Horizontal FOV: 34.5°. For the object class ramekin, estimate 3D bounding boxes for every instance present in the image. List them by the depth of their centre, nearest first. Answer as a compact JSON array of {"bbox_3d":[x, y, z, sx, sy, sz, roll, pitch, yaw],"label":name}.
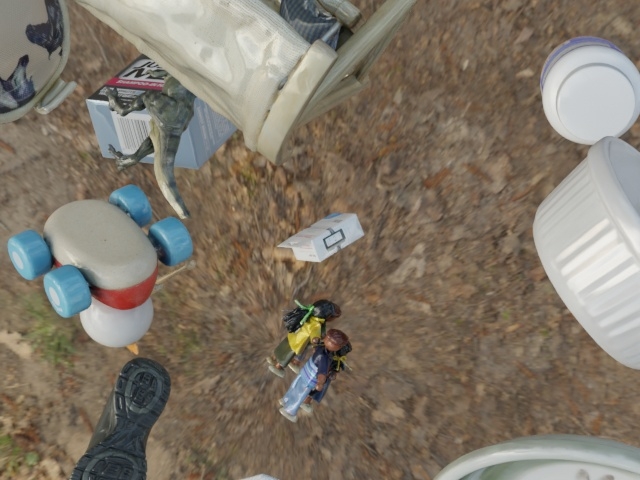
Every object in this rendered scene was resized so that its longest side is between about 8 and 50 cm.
[{"bbox_3d":[0.358,0.024,1.173,0.127,0.273,0.273,-38,86,27],"label":"ramekin"}]

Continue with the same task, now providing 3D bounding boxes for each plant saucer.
[{"bbox_3d":[0.329,0.344,1.273,0.401,0.400,0.100,22,46,0],"label":"plant saucer"}]

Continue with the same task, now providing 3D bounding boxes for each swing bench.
[{"bbox_3d":[-0.073,-0.207,0.831,0.253,0.165,0.254,39,42,3],"label":"swing bench"}]

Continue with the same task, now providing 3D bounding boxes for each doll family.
[{"bbox_3d":[-0.006,0.123,1.159,0.076,0.193,0.111,30,106,-28],"label":"doll family"}]

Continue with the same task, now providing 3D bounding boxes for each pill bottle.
[{"bbox_3d":[0.424,-0.234,1.616,0.152,0.272,0.152,3,107,9],"label":"pill bottle"}]

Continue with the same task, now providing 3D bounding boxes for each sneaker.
[{"bbox_3d":[-0.318,0.329,1.613,0.109,0.130,0.286,28,59,-9],"label":"sneaker"}]

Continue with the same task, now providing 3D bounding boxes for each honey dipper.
[{"bbox_3d":[-0.249,0.058,1.682,0.030,0.161,0.030,13,66,-32],"label":"honey dipper"}]

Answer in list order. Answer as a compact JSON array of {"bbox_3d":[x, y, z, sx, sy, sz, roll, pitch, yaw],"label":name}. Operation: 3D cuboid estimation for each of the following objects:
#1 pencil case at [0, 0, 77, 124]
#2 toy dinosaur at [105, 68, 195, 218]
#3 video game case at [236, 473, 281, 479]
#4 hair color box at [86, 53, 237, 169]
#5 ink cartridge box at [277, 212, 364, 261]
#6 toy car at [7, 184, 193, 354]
[{"bbox_3d":[-0.431,-0.197,0.967,0.410,0.183,0.159,7,61,25],"label":"pencil case"},{"bbox_3d":[-0.201,-0.142,1.250,0.118,0.064,0.268,-7,61,18],"label":"toy dinosaur"},{"bbox_3d":[-0.113,0.330,0.799,0.025,0.204,0.285,24,64,-17],"label":"video game case"},{"bbox_3d":[-0.194,-0.267,1.699,0.185,0.113,0.374,9,38,25],"label":"hair color box"},{"bbox_3d":[0.000,0.000,1.133,0.083,0.048,0.028,-30,108,-29],"label":"ink cartridge box"},{"bbox_3d":[-0.332,0.076,1.597,0.219,0.238,0.210,-28,48,-32],"label":"toy car"}]
